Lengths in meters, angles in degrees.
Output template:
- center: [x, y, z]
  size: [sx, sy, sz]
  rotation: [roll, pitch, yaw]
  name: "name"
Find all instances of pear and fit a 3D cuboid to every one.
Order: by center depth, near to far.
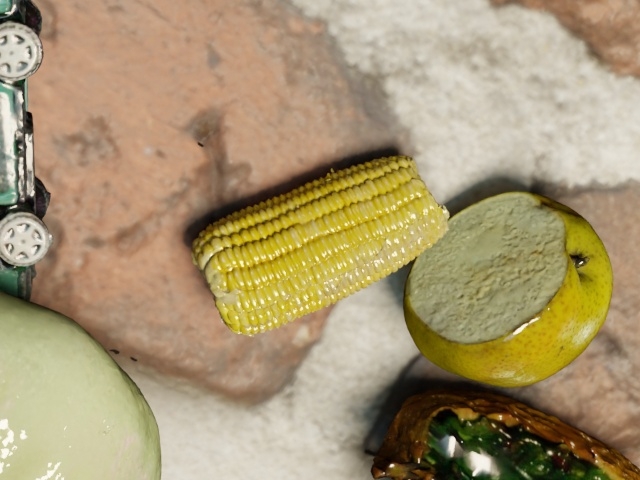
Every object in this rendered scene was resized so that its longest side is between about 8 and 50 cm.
- center: [0.132, 0.042, 1.052]
  size: [0.141, 0.141, 0.104]
  rotation: [-41, 128, 5]
  name: "pear"

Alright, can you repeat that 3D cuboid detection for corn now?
- center: [0.000, 0.000, 1.043]
  size: [0.165, 0.085, 0.063]
  rotation: [-26, 145, -5]
  name: "corn"

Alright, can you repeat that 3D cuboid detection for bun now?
- center: [-0.241, 0.149, 0.945]
  size: [0.283, 0.179, 0.283]
  rotation: [3, 142, 2]
  name: "bun"

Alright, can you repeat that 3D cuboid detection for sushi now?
- center: [0.146, 0.200, 1.110]
  size: [0.287, 0.140, 0.149]
  rotation: [28, 96, -19]
  name: "sushi"

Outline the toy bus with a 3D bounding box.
- center: [-0.218, -0.066, 0.965]
  size: [0.109, 0.091, 0.261]
  rotation: [0, 109, -4]
  name: "toy bus"
